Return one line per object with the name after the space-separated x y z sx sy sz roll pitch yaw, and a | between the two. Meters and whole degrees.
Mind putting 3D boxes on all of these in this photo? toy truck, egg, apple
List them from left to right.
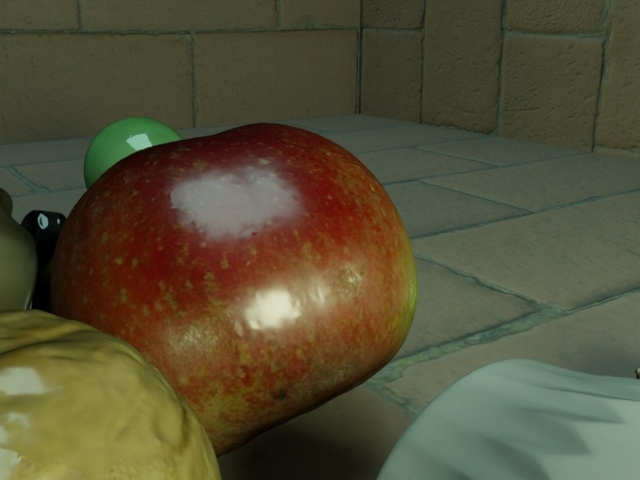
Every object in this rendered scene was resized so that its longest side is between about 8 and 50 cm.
-0.280 0.056 0.912 0.147 0.166 0.224 13 -5 -44 | toy truck
-0.370 -0.142 1.505 0.220 0.221 0.269 -6 18 -20 | egg
-0.080 0.043 0.707 0.348 0.277 0.348 -25 -12 -6 | apple

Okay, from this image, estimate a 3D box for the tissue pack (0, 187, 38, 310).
-0.476 0.037 0.777 0.276 0.268 0.387 19 6 -33 | tissue pack

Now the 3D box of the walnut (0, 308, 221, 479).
-0.195 0.178 0.389 0.277 0.252 0.313 6 27 20 | walnut

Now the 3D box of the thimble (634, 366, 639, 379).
0.380 0.163 0.708 0.150 0.098 0.150 1 17 0 | thimble

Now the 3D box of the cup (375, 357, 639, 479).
0.201 0.201 0.310 0.253 0.254 0.371 -11 19 -32 | cup
